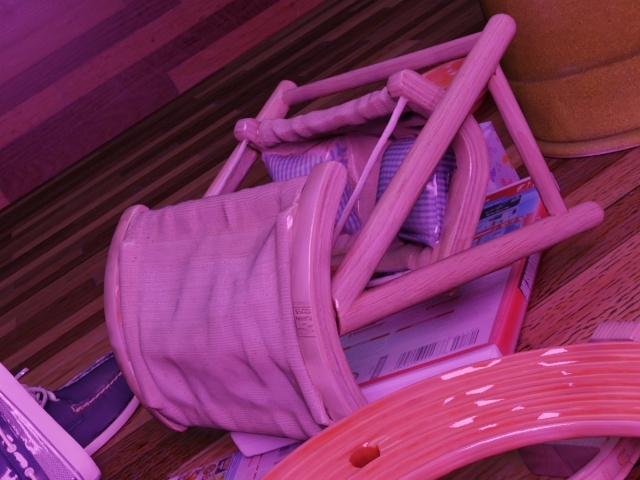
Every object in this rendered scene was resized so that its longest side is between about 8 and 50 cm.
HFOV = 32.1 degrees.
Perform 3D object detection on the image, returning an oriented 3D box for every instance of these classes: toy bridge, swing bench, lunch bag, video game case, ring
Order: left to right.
[{"bbox_3d":[-0.066,0.172,0.751,0.122,0.011,0.087,-25,18,20],"label":"video game case"},{"bbox_3d":[0.000,0.000,0.739,0.254,0.165,0.253,-40,19,-32],"label":"swing bench"},{"bbox_3d":[0.067,0.046,0.831,0.204,0.025,0.285,-22,18,27],"label":"video game case"},{"bbox_3d":[0.123,-0.059,0.967,0.083,0.071,0.053,-15,22,46],"label":"lunch bag"},{"bbox_3d":[0.129,0.108,0.567,0.063,0.026,0.188,-8,29,51],"label":"toy bridge"},{"bbox_3d":[0.093,0.146,0.385,0.336,0.032,0.337,-14,27,7],"label":"ring"}]

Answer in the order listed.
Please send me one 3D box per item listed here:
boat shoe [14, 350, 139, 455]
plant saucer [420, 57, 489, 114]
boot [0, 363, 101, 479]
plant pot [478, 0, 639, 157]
[{"bbox_3d":[-0.258,0.171,0.970,0.254,0.079,0.095,-41,19,-26],"label":"boat shoe"},{"bbox_3d":[0.119,-0.151,1.297,0.200,0.037,0.200,-29,18,10],"label":"plant saucer"},{"bbox_3d":[-0.269,0.152,0.878,0.086,0.190,0.069,-44,-11,-29],"label":"boot"},{"bbox_3d":[0.262,-0.318,0.973,0.366,0.353,0.366,-29,17,10],"label":"plant pot"}]
